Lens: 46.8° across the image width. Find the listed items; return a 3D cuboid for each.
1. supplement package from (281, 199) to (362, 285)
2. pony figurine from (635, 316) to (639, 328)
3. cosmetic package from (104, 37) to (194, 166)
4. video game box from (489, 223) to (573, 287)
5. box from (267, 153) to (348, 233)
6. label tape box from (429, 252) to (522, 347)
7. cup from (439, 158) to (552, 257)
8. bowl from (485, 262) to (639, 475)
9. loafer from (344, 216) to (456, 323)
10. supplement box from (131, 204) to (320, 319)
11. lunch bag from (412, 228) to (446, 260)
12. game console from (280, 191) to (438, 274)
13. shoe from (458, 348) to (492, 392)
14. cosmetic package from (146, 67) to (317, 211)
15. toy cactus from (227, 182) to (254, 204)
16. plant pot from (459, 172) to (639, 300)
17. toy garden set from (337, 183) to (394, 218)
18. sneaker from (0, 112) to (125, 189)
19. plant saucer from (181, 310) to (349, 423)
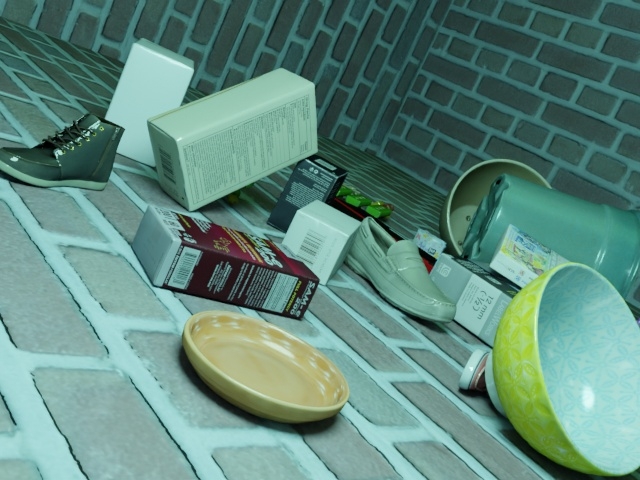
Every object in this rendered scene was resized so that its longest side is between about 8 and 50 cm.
[{"bbox_3d":[0.000,0.000,1.375,0.105,0.105,0.179,26,13,5],"label":"supplement package"},{"bbox_3d":[0.732,0.216,1.518,0.303,0.363,0.351,20,-4,9],"label":"pony figurine"},{"bbox_3d":[-0.375,-0.305,1.609,0.138,0.224,0.224,22,13,-14],"label":"cosmetic package"},{"bbox_3d":[0.453,0.057,1.544,0.187,0.048,0.205,36,26,7],"label":"video game box"},{"bbox_3d":[-0.024,-0.095,1.584,0.093,0.158,0.156,29,12,5],"label":"box"},{"bbox_3d":[0.410,0.163,1.492,0.249,0.115,0.348,12,17,-45],"label":"label tape box"},{"bbox_3d":[0.462,-0.037,2.046,0.331,0.331,0.237,24,-13,-8],"label":"cup"},{"bbox_3d":[0.332,0.190,1.054,0.289,0.289,0.156,16,-28,-35],"label":"bowl"},{"bbox_3d":[0.152,0.053,1.436,0.112,0.111,0.319,14,17,-41],"label":"loafer"},{"bbox_3d":[-0.134,0.033,1.061,0.239,0.073,0.130,18,14,-34],"label":"supplement box"},{"bbox_3d":[0.278,0.018,1.910,0.083,0.071,0.053,36,15,36],"label":"lunch bag"},{"bbox_3d":[0.112,-0.016,1.799,0.342,0.060,0.386,20,13,-47],"label":"game console"},{"bbox_3d":[0.275,0.211,1.143,0.081,0.063,0.178,26,7,25],"label":"shoe"},{"bbox_3d":[-0.159,-0.198,1.416,0.309,0.160,0.113,-28,44,-30],"label":"cosmetic package"},{"bbox_3d":[-0.197,-0.179,1.589,0.112,0.180,0.219,0,15,-16],"label":"toy cactus"},{"bbox_3d":[0.538,0.016,1.781,0.334,0.341,0.341,24,13,0],"label":"plant pot"},{"bbox_3d":[0.095,-0.120,2.181,0.244,0.049,0.204,29,15,18],"label":"toy garden set"},{"bbox_3d":[-0.410,-0.151,1.163,0.083,0.118,0.222,31,14,22],"label":"sneaker"},{"bbox_3d":[-0.064,0.144,0.827,0.200,0.037,0.200,23,12,-5],"label":"plant saucer"}]
